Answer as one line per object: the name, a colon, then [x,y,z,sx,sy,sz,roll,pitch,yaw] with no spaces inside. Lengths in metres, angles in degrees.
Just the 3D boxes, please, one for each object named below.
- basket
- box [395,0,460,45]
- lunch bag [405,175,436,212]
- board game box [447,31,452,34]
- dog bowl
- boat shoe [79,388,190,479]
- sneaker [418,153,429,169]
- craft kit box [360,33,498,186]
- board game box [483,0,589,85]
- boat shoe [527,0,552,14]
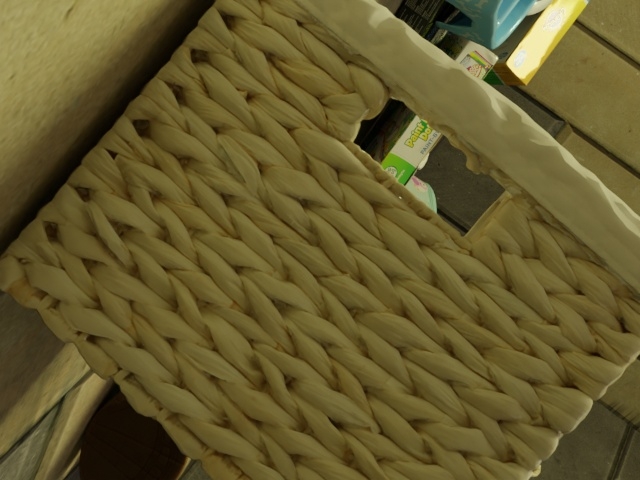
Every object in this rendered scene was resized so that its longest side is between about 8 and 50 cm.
basket: [0.009,0.037,0.676,0.266,0.328,0.331,-49,175,-7]
box: [0.153,-0.308,1.185,0.191,0.045,0.184,-57,171,33]
lunch bag: [0.074,0.025,1.636,0.279,0.107,0.224,-38,-140,37]
board game box: [0.251,-0.410,1.382,0.243,0.042,0.165,-56,175,23]
dog bowl: [0.202,-0.300,1.063,0.166,0.074,0.297,-52,171,3]
boat shoe: [-0.169,0.175,1.135,0.342,0.123,0.123,-62,170,23]
sneaker: [0.150,-0.179,1.754,0.262,0.099,0.121,-49,169,-51]
craft kit box: [0.157,-0.206,1.490,0.247,0.061,0.250,-52,-168,12]
board game box: [0.404,-0.441,1.870,0.316,0.064,0.242,-53,-158,-4]
boat shoe: [0.404,-0.530,1.744,0.094,0.109,0.302,87,28,-59]
